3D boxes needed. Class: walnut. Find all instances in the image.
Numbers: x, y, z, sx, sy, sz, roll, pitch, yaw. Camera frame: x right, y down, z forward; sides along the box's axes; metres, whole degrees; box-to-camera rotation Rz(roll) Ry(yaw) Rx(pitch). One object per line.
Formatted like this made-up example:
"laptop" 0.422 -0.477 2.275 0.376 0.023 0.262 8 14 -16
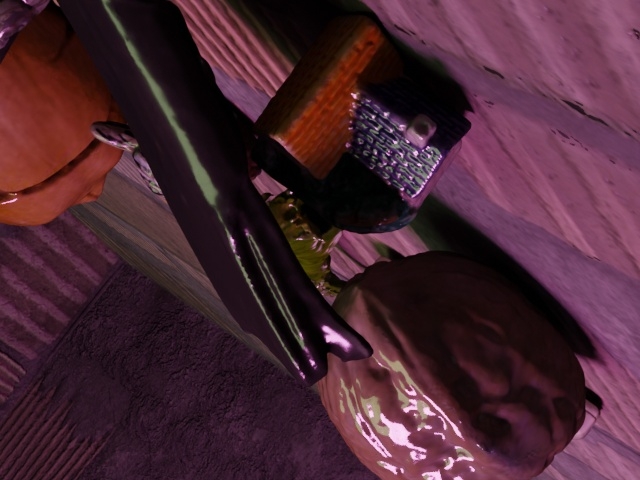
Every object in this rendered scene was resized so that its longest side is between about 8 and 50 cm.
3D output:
"walnut" 0.088 0.098 1.115 0.178 0.178 0.230 27 165 50
"walnut" -0.288 -0.130 1.415 0.203 0.203 0.298 29 169 47

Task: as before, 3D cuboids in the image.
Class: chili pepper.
"chili pepper" 0.000 0.000 1.315 0.359 0.084 0.076 60 -164 -80

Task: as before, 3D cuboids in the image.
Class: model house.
"model house" 0.021 -0.059 0.840 0.100 0.088 0.100 38 173 5

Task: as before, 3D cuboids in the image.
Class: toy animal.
"toy animal" -0.111 -0.075 1.255 0.137 0.098 0.098 21 180 -29

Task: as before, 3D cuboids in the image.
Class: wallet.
"wallet" -0.094 -0.090 0.866 0.378 0.051 0.197 61 170 -15

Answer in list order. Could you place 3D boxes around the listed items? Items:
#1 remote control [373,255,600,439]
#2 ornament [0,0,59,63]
"remote control" 0.134 0.097 1.322 0.230 0.049 0.090 35 173 12
"ornament" -0.192 -0.170 1.032 0.196 0.166 0.153 12 158 37
